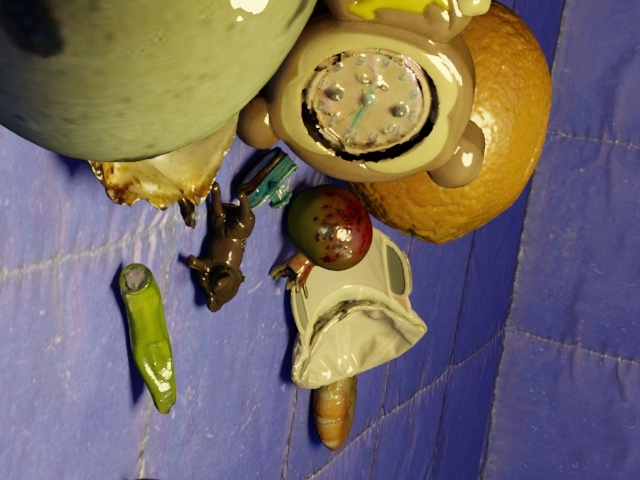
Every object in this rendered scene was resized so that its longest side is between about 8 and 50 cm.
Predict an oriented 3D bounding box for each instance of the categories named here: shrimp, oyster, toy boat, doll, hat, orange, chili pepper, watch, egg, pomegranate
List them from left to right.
[{"bbox_3d":[-0.152,-0.250,1.068,0.345,0.345,0.428,-57,154,-45],"label":"egg"},{"bbox_3d":[-0.192,0.107,1.638,0.052,0.050,0.202,-41,140,-35],"label":"chili pepper"},{"bbox_3d":[-0.150,-0.196,1.498,0.221,0.096,0.361,59,46,-57],"label":"oyster"},{"bbox_3d":[-0.117,0.018,1.789,0.165,0.057,0.139,67,37,-73],"label":"doll"},{"bbox_3d":[-0.063,-0.073,1.865,0.061,0.060,0.137,62,27,-18],"label":"toy boat"},{"bbox_3d":[0.003,-0.002,2.016,0.159,0.129,0.129,-55,152,-30],"label":"pomegranate"},{"bbox_3d":[0.026,0.095,2.176,0.164,0.219,0.226,155,-83,-73],"label":"hat"},{"bbox_3d":[0.038,0.197,2.325,0.152,0.062,0.287,-32,130,-65],"label":"shrimp"},{"bbox_3d":[0.066,-0.266,1.760,0.327,0.314,0.335,-89,-168,-52],"label":"watch"},{"bbox_3d":[0.171,-0.175,2.085,0.322,0.322,0.357,16,84,-71],"label":"orange"}]

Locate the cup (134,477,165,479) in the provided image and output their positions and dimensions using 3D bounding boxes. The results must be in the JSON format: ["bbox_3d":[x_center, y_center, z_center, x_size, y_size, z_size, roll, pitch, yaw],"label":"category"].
[{"bbox_3d":[-0.179,0.426,1.689,0.196,0.196,0.280,54,45,-66],"label":"cup"}]
